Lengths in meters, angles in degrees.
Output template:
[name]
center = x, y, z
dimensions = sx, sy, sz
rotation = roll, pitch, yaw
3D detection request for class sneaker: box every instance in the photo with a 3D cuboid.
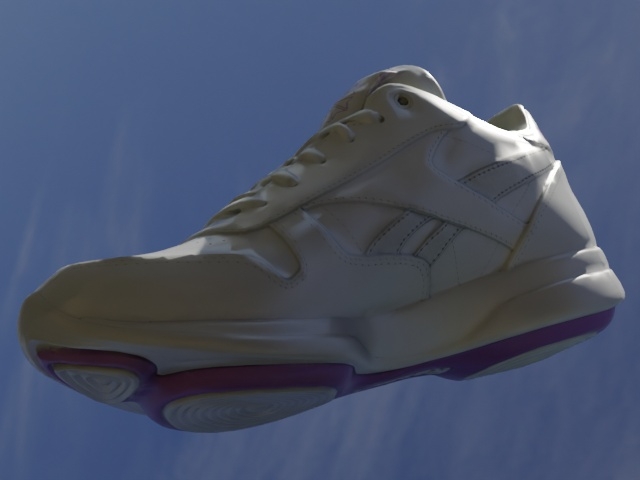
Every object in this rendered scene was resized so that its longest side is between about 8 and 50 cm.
[sneaker]
center = 0.000, 0.000, 0.588
dimensions = 0.114, 0.305, 0.152
rotation = -30, -108, 50
